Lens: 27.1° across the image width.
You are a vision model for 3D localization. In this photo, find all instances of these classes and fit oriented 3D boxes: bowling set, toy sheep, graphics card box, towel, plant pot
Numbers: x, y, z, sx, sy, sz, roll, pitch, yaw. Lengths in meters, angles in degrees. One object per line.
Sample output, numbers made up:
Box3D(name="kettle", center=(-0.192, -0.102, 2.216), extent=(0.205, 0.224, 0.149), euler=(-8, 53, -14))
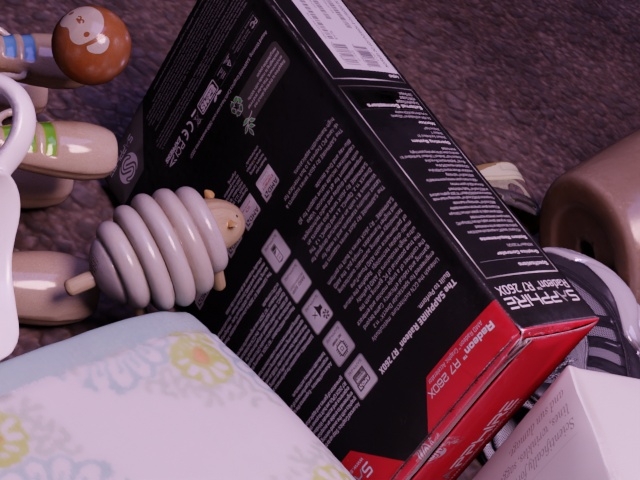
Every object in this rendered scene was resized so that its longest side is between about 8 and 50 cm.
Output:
Box3D(name="bowling set", center=(-0.232, -0.097, 0.927), extent=(0.154, 0.200, 0.287), euler=(4, 41, -29))
Box3D(name="toy sheep", center=(-0.110, 0.009, 0.897), extent=(0.132, 0.091, 0.091), euler=(-28, 63, -18))
Box3D(name="graphics card box", center=(0.000, 0.000, 0.934), extent=(0.094, 0.233, 0.371), euler=(-6, 49, -44))
Box3D(name="towel", center=(-0.118, 0.202, 0.732), extent=(0.374, 0.090, 0.320), euler=(-20, 55, -42))
Box3D(name="plant pot", center=(0.330, -0.014, 1.188), extent=(0.229, 0.263, 0.263), euler=(-14, 54, -22))

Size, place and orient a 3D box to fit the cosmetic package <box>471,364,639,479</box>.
Box3D(name="cosmetic package", center=(0.287, 0.228, 0.890), extent=(0.384, 0.217, 0.156), euler=(14, 41, -24))

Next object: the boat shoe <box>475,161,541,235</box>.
Box3D(name="boat shoe", center=(0.127, -0.018, 1.167), extent=(0.073, 0.080, 0.223), euler=(43, 34, 24))

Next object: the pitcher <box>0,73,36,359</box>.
Box3D(name="pitcher", center=(-0.279, -0.024, 0.802), extent=(0.207, 0.125, 0.178), euler=(6, 73, 13))

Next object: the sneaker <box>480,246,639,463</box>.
Box3D(name="sneaker", center=(0.190, 0.108, 1.046), extent=(0.153, 0.101, 0.269), euler=(6, 46, -33))
